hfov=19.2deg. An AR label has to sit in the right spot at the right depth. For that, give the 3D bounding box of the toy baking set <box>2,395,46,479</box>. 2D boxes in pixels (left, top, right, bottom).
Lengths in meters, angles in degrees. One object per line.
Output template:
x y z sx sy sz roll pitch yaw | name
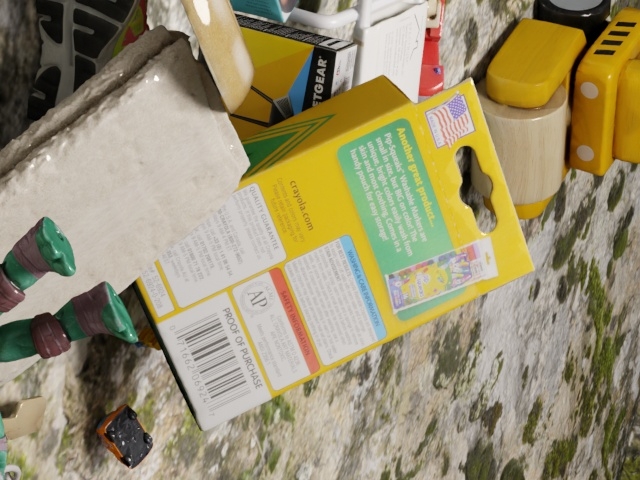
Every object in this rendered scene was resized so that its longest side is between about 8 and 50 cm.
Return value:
-0.299 0.212 1.453 0.256 0.030 0.197 -65 159 -17 | toy baking set

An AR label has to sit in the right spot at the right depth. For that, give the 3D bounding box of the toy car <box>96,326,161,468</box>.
-0.162 0.139 1.687 0.060 0.041 0.122 42 67 -42 | toy car

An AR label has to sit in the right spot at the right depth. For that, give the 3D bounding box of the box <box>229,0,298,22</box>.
-0.058 -0.303 1.596 0.100 0.060 0.244 -61 154 -26 | box

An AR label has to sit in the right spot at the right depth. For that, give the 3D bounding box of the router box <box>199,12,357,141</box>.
-0.046 -0.100 1.669 0.046 0.133 0.178 -31 132 -59 | router box

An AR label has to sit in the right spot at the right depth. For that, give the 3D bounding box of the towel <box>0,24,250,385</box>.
-0.183 -0.024 1.416 0.282 0.049 0.187 -40 146 -13 | towel

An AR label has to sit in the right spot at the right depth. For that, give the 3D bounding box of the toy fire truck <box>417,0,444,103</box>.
0.108 -0.237 1.943 0.135 0.047 0.192 111 -20 -73 | toy fire truck

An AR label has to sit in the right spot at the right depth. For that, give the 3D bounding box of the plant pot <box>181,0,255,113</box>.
-0.097 -0.210 1.414 0.236 0.032 0.236 -21 90 -89 | plant pot

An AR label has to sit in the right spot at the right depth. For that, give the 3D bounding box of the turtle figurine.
-0.254 0.088 1.307 0.234 0.118 0.175 -35 146 4 | turtle figurine

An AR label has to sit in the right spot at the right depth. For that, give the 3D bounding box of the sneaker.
-0.164 -0.163 1.440 0.094 0.081 0.208 -31 144 -58 | sneaker

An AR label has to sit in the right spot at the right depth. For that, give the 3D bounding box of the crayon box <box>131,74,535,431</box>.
0.000 0.000 1.611 0.323 0.083 0.203 -25 119 -7 | crayon box

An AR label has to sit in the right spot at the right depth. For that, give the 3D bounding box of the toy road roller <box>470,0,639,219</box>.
0.348 -0.169 2.371 0.329 0.241 0.202 -49 147 -44 | toy road roller

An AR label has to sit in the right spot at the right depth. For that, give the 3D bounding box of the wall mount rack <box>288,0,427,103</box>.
0.040 -0.163 1.844 0.304 0.130 0.350 -32 135 -52 | wall mount rack
